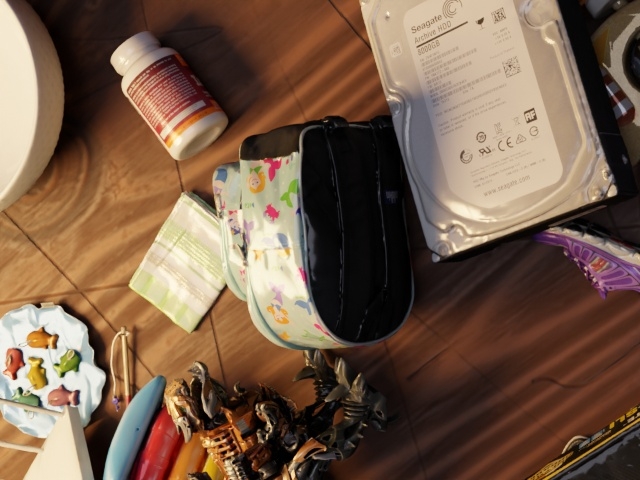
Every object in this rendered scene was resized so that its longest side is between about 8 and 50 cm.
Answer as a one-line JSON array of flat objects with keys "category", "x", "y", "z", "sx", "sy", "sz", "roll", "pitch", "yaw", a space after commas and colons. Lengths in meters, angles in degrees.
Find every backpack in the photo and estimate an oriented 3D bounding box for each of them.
[{"category": "backpack", "x": 0.000, "y": 0.000, "z": 1.391, "sx": 0.191, "sy": 0.225, "sz": 0.254, "roll": -13, "pitch": 87, "yaw": 37}]

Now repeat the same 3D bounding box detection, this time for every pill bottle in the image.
[{"category": "pill bottle", "x": -0.190, "y": -0.182, "z": 1.514, "sx": 0.086, "sy": 0.086, "sz": 0.152, "roll": -40, "pitch": 82, "yaw": 17}]

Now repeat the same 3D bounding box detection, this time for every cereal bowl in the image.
[{"category": "cereal bowl", "x": -0.472, "y": -0.186, "z": 1.582, "sx": 0.339, "sy": 0.141, "sz": 0.339, "roll": 1, "pitch": 94, "yaw": 19}]

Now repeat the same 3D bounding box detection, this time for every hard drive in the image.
[{"category": "hard drive", "x": 0.181, "y": -0.169, "z": 1.320, "sx": 0.237, "sy": 0.064, "sz": 0.339, "roll": -22, "pitch": 77, "yaw": 36}]

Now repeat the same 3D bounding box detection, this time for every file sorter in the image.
[{"category": "file sorter", "x": -0.424, "y": 0.354, "z": 1.529, "sx": 0.278, "sy": 0.173, "sz": 0.193, "roll": -57, "pitch": 33, "yaw": 20}]

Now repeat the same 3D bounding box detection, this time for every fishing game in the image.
[{"category": "fishing game", "x": -0.373, "y": 0.175, "z": 1.629, "sx": 0.264, "sy": 0.041, "sz": 0.189, "roll": 1, "pitch": 97, "yaw": 19}]

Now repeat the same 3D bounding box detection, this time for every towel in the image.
[{"category": "towel", "x": -0.168, "y": 0.028, "z": 1.556, "sx": 0.113, "sy": 0.023, "sz": 0.152, "roll": 37, "pitch": 105, "yaw": 14}]

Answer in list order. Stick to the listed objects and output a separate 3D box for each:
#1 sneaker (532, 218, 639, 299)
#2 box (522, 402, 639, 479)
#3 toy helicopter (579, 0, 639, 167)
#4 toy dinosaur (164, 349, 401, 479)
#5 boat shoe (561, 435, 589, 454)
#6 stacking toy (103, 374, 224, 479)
[{"category": "sneaker", "x": 0.311, "y": 0.025, "z": 1.370, "sx": 0.170, "sy": 0.068, "sz": 0.071, "roll": 26, "pitch": 107, "yaw": 15}, {"category": "box", "x": 0.403, "y": 0.340, "z": 1.332, "sx": 0.257, "sy": 0.079, "sz": 0.322, "roll": -36, "pitch": 89, "yaw": 16}, {"category": "toy helicopter", "x": 0.289, "y": -0.187, "z": 1.330, "sx": 0.355, "sy": 0.140, "sz": 0.235, "roll": -9, "pitch": 94, "yaw": 28}, {"category": "toy dinosaur", "x": -0.032, "y": 0.241, "z": 1.432, "sx": 0.218, "sy": 0.322, "sz": 0.164, "roll": -50, "pitch": 40, "yaw": -10}, {"category": "boat shoe", "x": 0.289, "y": 0.288, "z": 1.409, "sx": 0.046, "sy": 0.038, "sz": 0.125, "roll": 19, "pitch": 100, "yaw": 17}, {"category": "stacking toy", "x": -0.110, "y": 0.306, "z": 1.504, "sx": 0.301, "sy": 0.166, "sz": 0.175, "roll": 19, "pitch": 56, "yaw": 0}]
